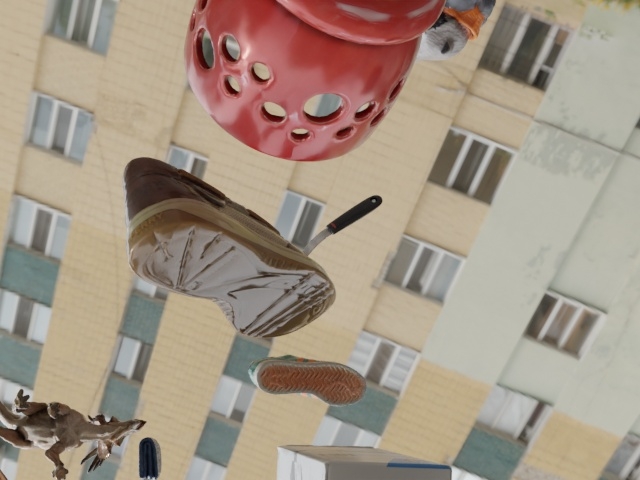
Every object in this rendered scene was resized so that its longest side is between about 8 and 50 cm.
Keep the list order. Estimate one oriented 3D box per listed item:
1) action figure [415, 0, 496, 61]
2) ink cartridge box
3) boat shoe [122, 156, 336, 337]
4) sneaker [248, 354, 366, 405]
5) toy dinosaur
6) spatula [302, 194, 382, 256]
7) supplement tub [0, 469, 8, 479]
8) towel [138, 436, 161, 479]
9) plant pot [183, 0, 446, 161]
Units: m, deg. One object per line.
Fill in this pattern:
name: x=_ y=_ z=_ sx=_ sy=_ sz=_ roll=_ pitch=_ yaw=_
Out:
action figure: x=0.163 y=-0.388 z=0.876 sx=0.178 sy=0.330 sz=0.341 roll=13 pitch=-175 yaw=27
ink cartridge box: x=0.064 y=0.445 z=1.260 sx=0.223 sy=0.129 sz=0.307 roll=7 pitch=168 yaw=-17
boat shoe: x=-0.093 y=0.011 z=0.770 sx=0.342 sy=0.123 sz=0.123 roll=33 pitch=-155 yaw=-56
sneaker: x=-0.034 y=0.335 z=1.747 sx=0.302 sy=0.108 sz=0.121 roll=15 pitch=179 yaw=-23
toy dinosaur: x=-0.506 y=0.361 z=1.341 sx=0.295 sy=0.127 sz=0.200 roll=15 pitch=168 yaw=8
spatula: x=0.000 y=0.000 z=1.328 sx=0.296 sy=0.030 sz=0.084 roll=-36 pitch=-125 yaw=-11
supplement tub: x=-0.367 y=0.291 z=0.719 sx=0.117 sy=0.190 sz=0.117 roll=-8 pitch=-144 yaw=6
towel: x=-0.270 y=0.348 z=1.124 sx=0.029 sy=0.119 sz=0.067 roll=-3 pitch=-107 yaw=-9
plant pot: x=-0.001 y=-0.184 z=0.573 sx=0.191 sy=0.174 sz=0.191 roll=10 pitch=-117 yaw=-20
